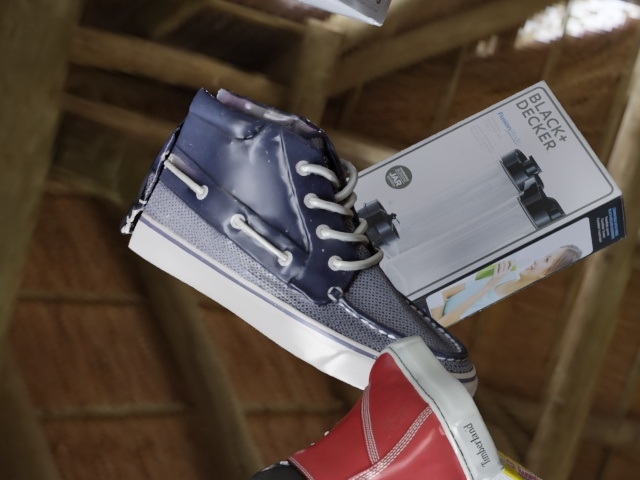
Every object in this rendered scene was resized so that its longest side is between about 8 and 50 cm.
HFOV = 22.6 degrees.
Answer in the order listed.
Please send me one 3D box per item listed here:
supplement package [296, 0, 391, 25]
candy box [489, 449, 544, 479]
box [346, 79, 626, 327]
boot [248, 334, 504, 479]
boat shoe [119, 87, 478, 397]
[{"bbox_3d":[0.001,-0.292,1.096,0.139,0.134,0.244,18,-87,-59],"label":"supplement package"},{"bbox_3d":[0.145,0.244,1.578,0.105,0.027,0.206,-36,-48,22],"label":"candy box"},{"bbox_3d":[0.141,-0.021,1.613,0.290,0.169,0.087,-25,-33,-3],"label":"box"},{"bbox_3d":[0.014,0.145,1.096,0.176,0.088,0.244,-26,6,-2],"label":"boot"},{"bbox_3d":[0.000,0.000,1.330,0.158,0.340,0.127,-66,-15,15],"label":"boat shoe"}]
